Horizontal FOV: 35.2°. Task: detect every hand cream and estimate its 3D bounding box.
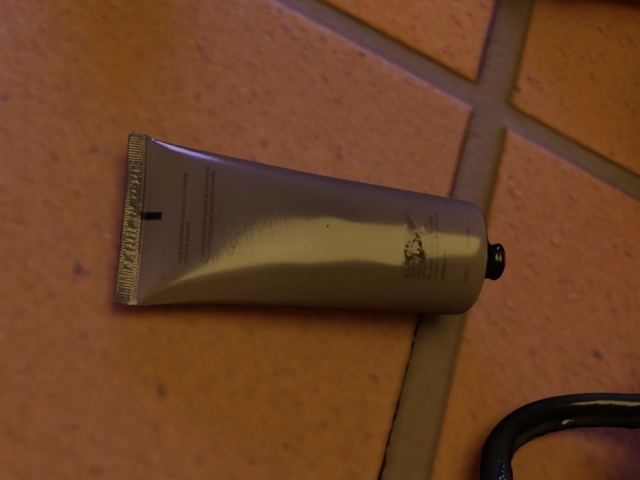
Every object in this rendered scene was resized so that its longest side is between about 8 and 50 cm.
[{"bbox_3d":[0.000,0.000,0.473,0.186,0.054,0.087,7,63,-15],"label":"hand cream"}]

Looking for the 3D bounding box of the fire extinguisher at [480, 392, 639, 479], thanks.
[{"bbox_3d":[0.194,0.143,0.385,0.200,0.113,0.376,20,24,-21],"label":"fire extinguisher"}]
